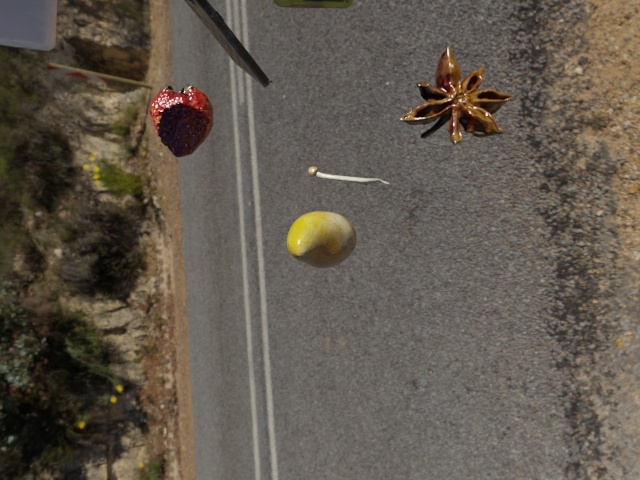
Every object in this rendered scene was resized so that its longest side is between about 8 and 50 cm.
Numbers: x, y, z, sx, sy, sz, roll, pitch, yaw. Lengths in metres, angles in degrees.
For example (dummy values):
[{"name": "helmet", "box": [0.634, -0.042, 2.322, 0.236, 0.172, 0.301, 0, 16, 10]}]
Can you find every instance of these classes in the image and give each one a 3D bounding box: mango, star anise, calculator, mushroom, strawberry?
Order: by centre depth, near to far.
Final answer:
[{"name": "calculator", "box": [-0.190, -0.379, 0.744, 0.021, 0.262, 0.161, -44, 51, 4]}, {"name": "star anise", "box": [0.275, -0.278, 0.877, 0.111, 0.212, 0.196, 21, -101, -79]}, {"name": "strawberry", "box": [-0.292, -0.256, 0.941, 0.131, 0.131, 0.148, -7, 102, 57]}, {"name": "mushroom", "box": [0.108, -0.224, 1.571, 0.068, 0.306, 0.043, -90, 12, -48]}, {"name": "mango", "box": [0.000, 0.000, 1.660, 0.199, 0.384, 0.221, 4, 100, 31]}]

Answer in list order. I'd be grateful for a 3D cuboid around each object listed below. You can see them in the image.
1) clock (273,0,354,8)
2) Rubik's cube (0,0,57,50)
[{"name": "clock", "box": [-0.014, -0.621, 1.003, 0.143, 0.202, 0.096, 109, 152, -61]}, {"name": "Rubik's cube", "box": [-0.460, -0.419, 0.415, 0.316, 0.322, 0.318, 53, 133, 29]}]
